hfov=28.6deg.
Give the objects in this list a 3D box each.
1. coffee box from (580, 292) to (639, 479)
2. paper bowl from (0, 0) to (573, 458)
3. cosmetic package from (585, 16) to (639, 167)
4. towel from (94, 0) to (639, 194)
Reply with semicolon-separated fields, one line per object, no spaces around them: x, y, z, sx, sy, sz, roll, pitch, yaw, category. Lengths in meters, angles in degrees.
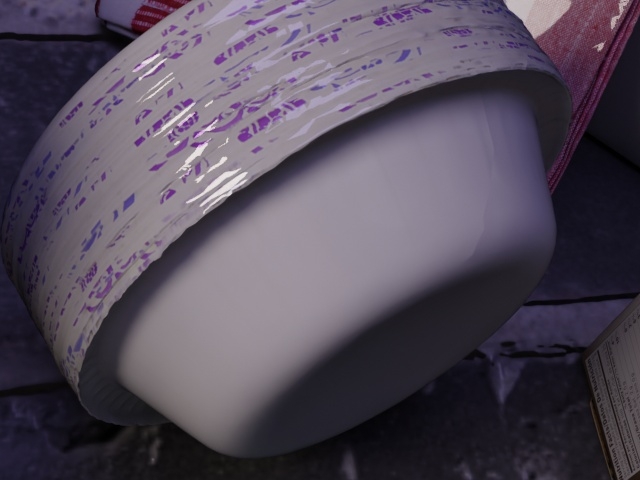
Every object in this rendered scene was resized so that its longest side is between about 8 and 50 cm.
0.260;0.050;0.681;0.141;0.246;0.098;-3;61;-15;coffee box
0.000;0.000;0.622;0.284;0.284;0.148;-23;68;-25;paper bowl
0.164;-0.243;0.891;0.385;0.156;0.217;38;58;8;cosmetic package
0.036;-0.184;0.783;0.329;0.037;0.237;25;99;11;towel
